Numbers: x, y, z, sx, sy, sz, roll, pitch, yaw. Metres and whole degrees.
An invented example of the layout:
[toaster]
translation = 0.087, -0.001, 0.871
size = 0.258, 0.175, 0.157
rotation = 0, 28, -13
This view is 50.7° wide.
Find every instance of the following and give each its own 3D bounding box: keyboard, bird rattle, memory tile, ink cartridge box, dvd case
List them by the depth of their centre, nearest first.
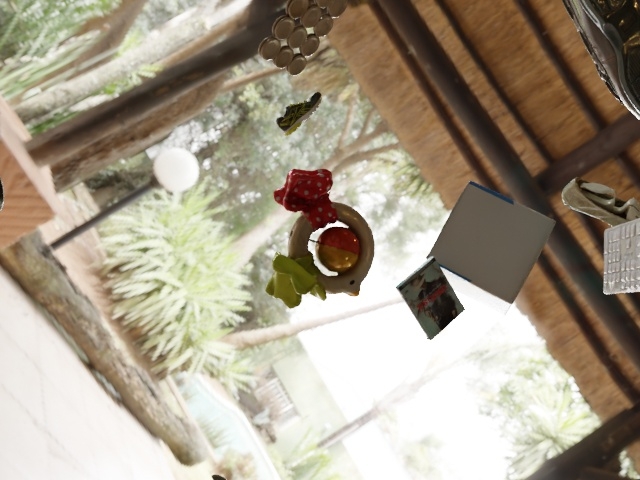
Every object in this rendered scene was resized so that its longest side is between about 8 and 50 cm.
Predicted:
[keyboard]
translation = 0.313, 0.010, 0.625
size = 0.256, 0.014, 0.072
rotation = 76, 11, -84
[memory tile]
translation = -0.026, -0.325, 1.025
size = 0.012, 0.148, 0.113
rotation = 47, 18, 26
[dvd case]
translation = 0.189, 0.099, 1.153
size = 0.119, 0.087, 0.013
rotation = 57, -16, -17
[bird rattle]
translation = 0.000, 0.000, 1.200
size = 0.206, 0.254, 0.143
rotation = 19, -19, -24
[ink cartridge box]
translation = 0.316, 0.022, 1.281
size = 0.171, 0.168, 0.233
rotation = 28, -5, 15

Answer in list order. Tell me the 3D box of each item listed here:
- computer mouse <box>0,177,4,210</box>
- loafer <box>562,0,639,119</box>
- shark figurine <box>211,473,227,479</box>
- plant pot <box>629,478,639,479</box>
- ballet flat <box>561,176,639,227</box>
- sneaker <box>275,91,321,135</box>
[computer mouse]
translation = -0.509, -0.081, 0.800
size = 0.072, 0.272, 0.189
rotation = -55, 160, -61
[loafer]
translation = 0.446, -0.296, 1.015
size = 0.268, 0.096, 0.084
rotation = 56, -8, -15
[shark figurine]
translation = -0.191, 0.532, 1.226
size = 0.166, 0.278, 0.116
rotation = 50, -35, 8
[plant pot]
translation = 0.310, 0.328, 0.668
size = 0.187, 0.188, 0.167
rotation = -49, -134, 52
[ballet flat]
translation = 0.463, -0.050, 1.058
size = 0.168, 0.057, 0.052
rotation = 23, -41, 9
[sneaker]
translation = -0.033, -0.195, 1.015
size = 0.035, 0.083, 0.031
rotation = 43, -1, -17
